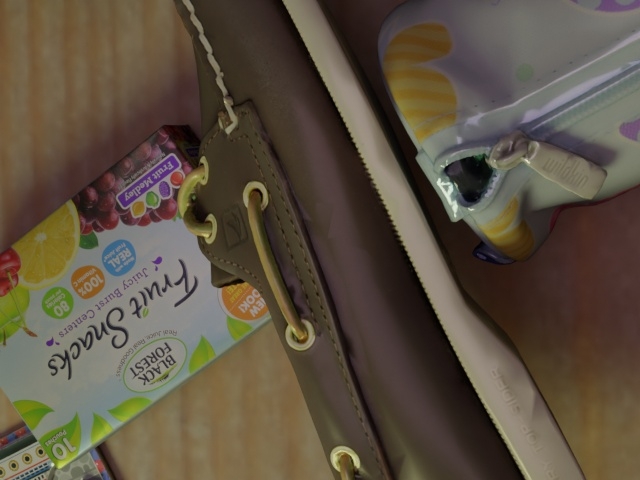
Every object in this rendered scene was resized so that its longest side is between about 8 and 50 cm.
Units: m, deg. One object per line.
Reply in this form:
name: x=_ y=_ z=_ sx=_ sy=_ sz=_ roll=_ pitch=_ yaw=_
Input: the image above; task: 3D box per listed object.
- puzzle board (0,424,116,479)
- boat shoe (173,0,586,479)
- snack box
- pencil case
puzzle board: x=-0.155 y=0.151 z=0.645 sx=0.128 sy=0.011 sz=0.096 roll=-28 pitch=89 yaw=17
boat shoe: x=0.000 y=0.000 z=0.510 sx=0.096 sy=0.116 sz=0.324 roll=-29 pitch=85 yaw=5
snack box: x=-0.092 y=0.027 z=0.593 sx=0.141 sy=0.037 sz=0.100 roll=-37 pitch=88 yaw=14
pencil case: x=0.154 y=-0.096 z=0.461 sx=0.273 sy=0.124 sz=0.113 roll=-29 pitch=89 yaw=17
